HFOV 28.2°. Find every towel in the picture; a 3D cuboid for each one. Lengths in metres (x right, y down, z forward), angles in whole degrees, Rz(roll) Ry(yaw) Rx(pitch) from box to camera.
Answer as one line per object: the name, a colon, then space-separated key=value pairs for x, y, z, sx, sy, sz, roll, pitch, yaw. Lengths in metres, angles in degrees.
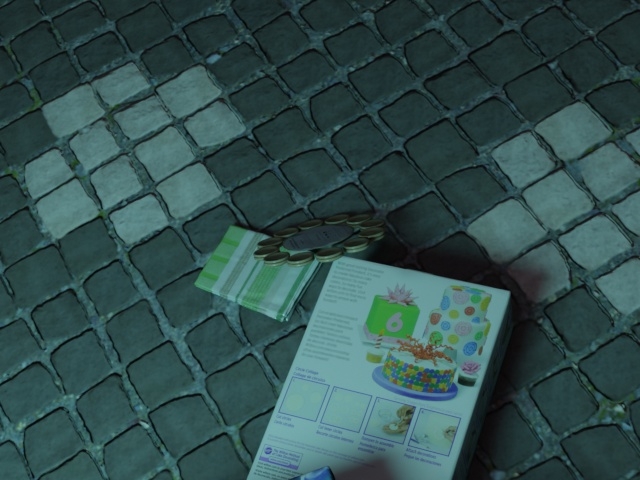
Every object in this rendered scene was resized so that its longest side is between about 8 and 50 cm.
towel: x=-0.085 y=0.044 z=1.758 sx=0.152 sy=0.023 sz=0.113 roll=19 pitch=62 yaw=25

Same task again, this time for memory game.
memory game: x=0.000 y=0.000 z=1.703 sx=0.186 sy=0.012 sz=0.186 roll=-11 pitch=17 yaw=4

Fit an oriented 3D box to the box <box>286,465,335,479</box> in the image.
box: x=-0.057 y=0.481 z=1.309 sx=0.294 sy=0.212 sz=0.395 roll=-20 pitch=41 yaw=1

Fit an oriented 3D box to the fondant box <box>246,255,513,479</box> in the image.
fondant box: x=0.081 y=0.196 z=1.577 sx=0.238 sy=0.096 sz=0.330 roll=12 pitch=63 yaw=20
